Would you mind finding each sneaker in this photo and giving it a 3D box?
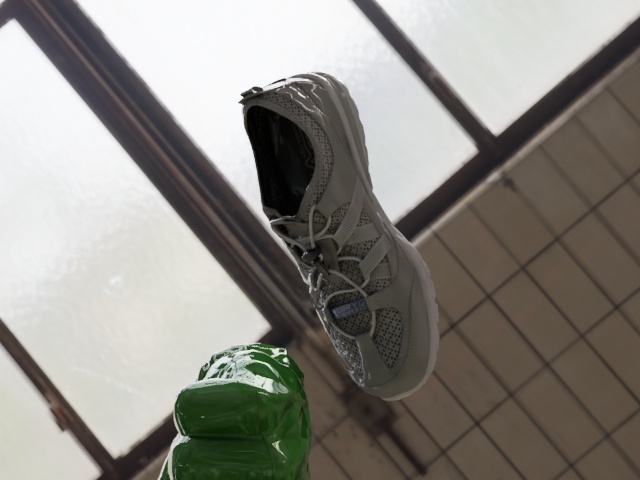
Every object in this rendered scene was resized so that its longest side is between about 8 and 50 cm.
[{"bbox_3d":[0.000,0.000,0.872,0.105,0.281,0.115,-29,-11,34],"label":"sneaker"}]

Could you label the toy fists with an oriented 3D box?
[{"bbox_3d":[-0.066,0.199,0.636,0.142,0.096,0.279,-114,36,-75],"label":"toy fists"}]
